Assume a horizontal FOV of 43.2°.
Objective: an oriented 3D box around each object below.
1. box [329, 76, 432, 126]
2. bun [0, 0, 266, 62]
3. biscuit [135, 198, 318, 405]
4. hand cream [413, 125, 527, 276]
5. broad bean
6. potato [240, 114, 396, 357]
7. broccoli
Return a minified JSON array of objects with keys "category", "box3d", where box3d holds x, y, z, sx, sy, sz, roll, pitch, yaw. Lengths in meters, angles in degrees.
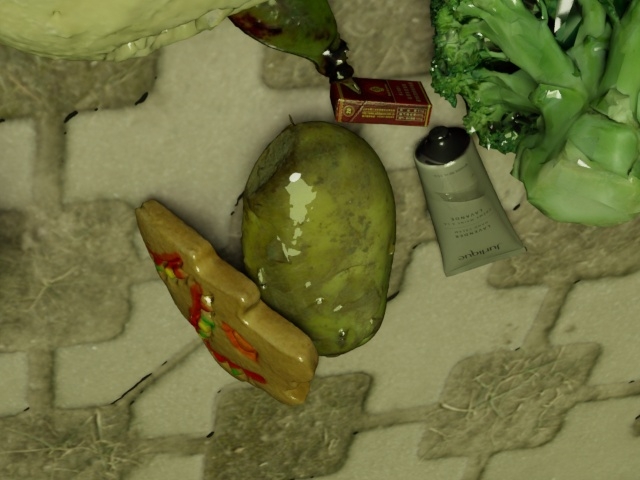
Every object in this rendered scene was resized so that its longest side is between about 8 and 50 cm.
[{"category":"box","box3d":[0.051,-0.121,0.701,0.082,0.051,0.023,2,123,-8]},{"category":"bun","box3d":[-0.100,-0.272,0.424,0.365,0.202,0.364,-5,101,-25]},{"category":"biscuit","box3d":[-0.097,0.064,0.758,0.041,0.212,0.238,-43,100,-23]},{"category":"hand cream","box3d":[0.137,-0.036,0.776,0.087,0.054,0.186,-19,131,12]},{"category":"broad bean","box3d":[-0.072,-0.234,0.601,0.077,0.061,0.339,-40,123,-3]},{"category":"potato","box3d":[0.000,0.000,0.738,0.149,0.113,0.251,-23,123,-16]},{"category":"broccoli","box3d":[0.201,-0.130,0.588,0.270,0.270,0.270,9,147,6]}]
